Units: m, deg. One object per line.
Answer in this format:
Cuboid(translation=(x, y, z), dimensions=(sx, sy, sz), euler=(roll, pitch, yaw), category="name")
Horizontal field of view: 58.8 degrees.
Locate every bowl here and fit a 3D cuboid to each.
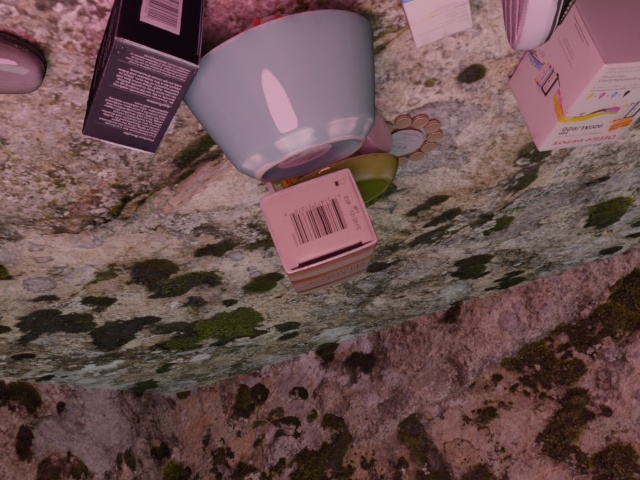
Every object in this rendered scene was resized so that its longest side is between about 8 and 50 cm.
Cuboid(translation=(-0.039, -0.196, 0.875), dimensions=(0.311, 0.163, 0.311), euler=(-20, 176, -1), category="bowl")

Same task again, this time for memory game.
Cuboid(translation=(0.175, -0.213, 1.232), dimensions=(0.186, 0.012, 0.186), euler=(-9, 155, -4), category="memory game")

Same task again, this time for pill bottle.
Cuboid(translation=(0.017, -0.160, 1.128), dimensions=(0.245, 0.136, 0.136), euler=(-30, 150, 35), category="pill bottle")

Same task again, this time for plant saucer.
Cuboid(translation=(0.036, -0.089, 1.043), dimensions=(0.241, 0.037, 0.241), euler=(-19, 169, -4), category="plant saucer")

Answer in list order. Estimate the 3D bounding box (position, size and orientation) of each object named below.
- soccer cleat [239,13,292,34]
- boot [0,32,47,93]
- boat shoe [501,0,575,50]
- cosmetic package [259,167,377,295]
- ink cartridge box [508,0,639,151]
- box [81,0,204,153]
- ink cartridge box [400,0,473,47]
Cuboid(translation=(-0.108, -0.290, 0.894), dimensions=(0.196, 0.068, 0.076), euler=(-24, 173, 23), category="soccer cleat")
Cuboid(translation=(-0.548, -0.173, 0.751), dimensions=(0.338, 0.223, 0.118), euler=(-2, 153, -19), category="boot")
Cuboid(translation=(0.236, -0.304, 0.502), dimensions=(0.119, 0.121, 0.335), euler=(-9, 155, 4), category="boat shoe")
Cuboid(translation=(0.000, 0.000, 0.976), dimensions=(0.153, 0.129, 0.296), euler=(-20, 169, -2), category="cosmetic package")
Cuboid(translation=(0.477, -0.295, 0.995), dimensions=(0.171, 0.168, 0.233), euler=(-8, 156, -10), category="ink cartridge box")
Cuboid(translation=(-0.249, -0.247, 0.794), dimensions=(0.108, 0.153, 0.207), euler=(13, 149, -27), category="box")
Cuboid(translation=(0.159, -0.357, 0.816), dimensions=(0.089, 0.092, 0.143), euler=(-17, 154, 14), category="ink cartridge box")
